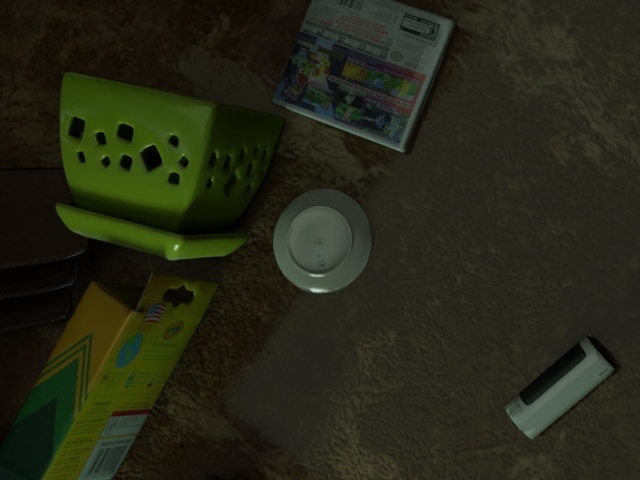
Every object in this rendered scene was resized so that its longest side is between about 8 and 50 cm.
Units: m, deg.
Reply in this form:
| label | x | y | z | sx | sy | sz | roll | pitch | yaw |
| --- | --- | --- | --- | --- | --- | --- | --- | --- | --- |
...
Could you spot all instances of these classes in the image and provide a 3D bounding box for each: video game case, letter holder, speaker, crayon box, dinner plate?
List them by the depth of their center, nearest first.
| label | x | y | z | sx | sy | sz | roll | pitch | yaw |
| --- | --- | --- | --- | --- | --- | --- | --- | --- | --- |
| speaker | 0.289 | 0.179 | 1.444 | 0.136 | 0.055 | 0.055 | -43 | 72 | 12 |
| crayon box | -0.274 | 0.169 | 1.576 | 0.081 | 0.202 | 0.318 | 32 | 95 | 20 |
| video game case | 0.056 | -0.235 | 1.588 | 0.201 | 0.023 | 0.183 | 23 | 93 | 20 |
| dinner plate | 0.000 | 0.000 | 1.589 | 0.141 | 0.017 | 0.141 | -2 | 86 | 21 |
| letter holder | -0.474 | 0.020 | 1.600 | 0.301 | 0.152 | 0.214 | -3 | 85 | -25 |

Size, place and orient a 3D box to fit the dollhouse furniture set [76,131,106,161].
| label | x | y | z | sx | sy | sz | roll | pitch | yaw |
| --- | --- | --- | --- | --- | --- | --- | --- | --- | --- |
| dollhouse furniture set | -0.305 | -0.107 | 1.680 | 0.058 | 0.076 | 0.152 | -32 | 74 | 13 |

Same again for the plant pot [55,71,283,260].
| label | x | y | z | sx | sy | sz | roll | pitch | yaw |
| --- | --- | --- | --- | --- | --- | --- | --- | --- | --- |
| plant pot | -0.205 | -0.093 | 1.569 | 0.227 | 0.228 | 0.207 | 14 | 97 | 21 |

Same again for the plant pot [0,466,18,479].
| label | x | y | z | sx | sy | sz | roll | pitch | yaw |
| --- | --- | --- | --- | --- | --- | --- | --- | --- | --- |
| plant pot | -0.516 | 0.390 | 1.602 | 0.247 | 0.248 | 0.252 | 35 | 66 | 2 |

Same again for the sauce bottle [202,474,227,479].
| label | x | y | z | sx | sy | sz | roll | pitch | yaw |
| --- | --- | --- | --- | --- | --- | --- | --- | --- | --- |
| sauce bottle | -0.227 | 0.458 | 1.579 | 0.344 | 0.111 | 0.111 | -45 | 72 | 12 |
